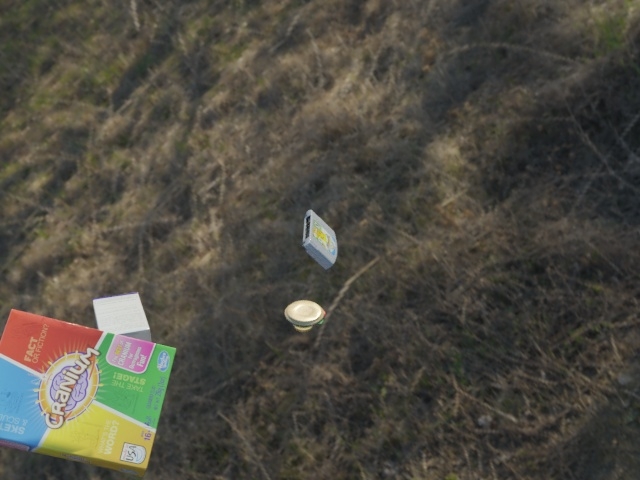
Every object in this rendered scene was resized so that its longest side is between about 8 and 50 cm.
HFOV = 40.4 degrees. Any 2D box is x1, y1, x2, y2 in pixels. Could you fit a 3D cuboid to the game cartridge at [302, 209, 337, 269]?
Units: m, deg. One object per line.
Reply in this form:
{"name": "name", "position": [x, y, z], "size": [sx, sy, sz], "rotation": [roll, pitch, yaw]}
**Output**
{"name": "game cartridge", "position": [0.000, 0.000, 1.157], "size": [0.017, 0.056, 0.083], "rotation": [-31, 29, 22]}

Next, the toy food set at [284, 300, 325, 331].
{"name": "toy food set", "position": [-0.031, 0.151, 1.773], "size": [0.083, 0.020, 0.083], "rotation": [-23, 40, -33]}

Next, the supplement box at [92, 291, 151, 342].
{"name": "supplement box", "position": [-0.454, 0.215, 1.998], "size": [0.114, 0.111, 0.220], "rotation": [-8, 20, -18]}

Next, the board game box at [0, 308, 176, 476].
{"name": "board game box", "position": [-0.452, 0.283, 1.616], "size": [0.064, 0.317, 0.242], "rotation": [123, 159, -60]}
